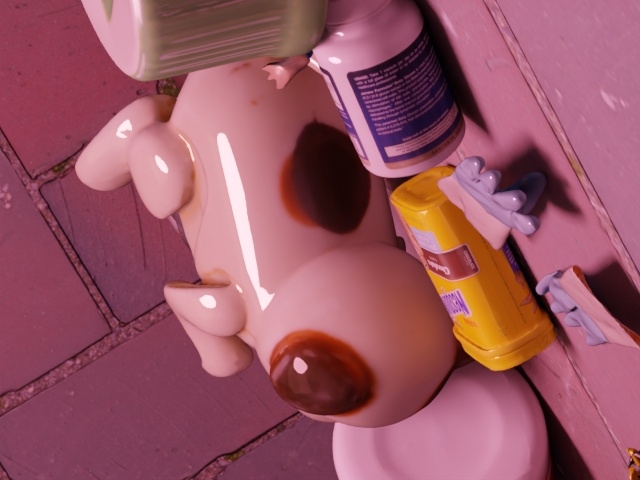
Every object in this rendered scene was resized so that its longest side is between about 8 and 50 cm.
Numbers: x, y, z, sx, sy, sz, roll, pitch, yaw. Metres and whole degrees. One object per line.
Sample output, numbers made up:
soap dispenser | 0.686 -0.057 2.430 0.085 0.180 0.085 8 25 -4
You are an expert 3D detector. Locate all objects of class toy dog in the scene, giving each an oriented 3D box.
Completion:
toy dog | 0.000 0.000 1.974 0.395 0.285 0.408 -44 66 45

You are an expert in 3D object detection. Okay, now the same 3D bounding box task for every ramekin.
ramekin | -0.120 -0.272 1.520 0.303 0.148 0.303 161 90 -76

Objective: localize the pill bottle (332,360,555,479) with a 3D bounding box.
pill bottle | 0.153 0.292 2.181 0.229 0.229 0.407 55 173 28

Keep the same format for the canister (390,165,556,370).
canister | 0.137 0.022 1.771 0.170 0.073 0.126 62 172 -15

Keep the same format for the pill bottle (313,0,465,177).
pill bottle | 0.050 -0.143 1.573 0.094 0.094 0.169 49 166 56

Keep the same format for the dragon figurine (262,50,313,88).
dragon figurine | -0.017 -0.219 1.755 0.289 0.144 0.085 28 153 38

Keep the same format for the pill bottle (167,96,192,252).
pill bottle | -0.093 -0.060 2.482 0.210 0.210 0.363 63 172 -30

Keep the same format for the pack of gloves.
pack of gloves | 0.185 0.002 1.552 0.195 0.046 0.232 47 176 0

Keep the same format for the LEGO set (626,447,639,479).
LEGO set | 0.283 0.252 1.212 0.331 0.192 0.255 61 173 -16
